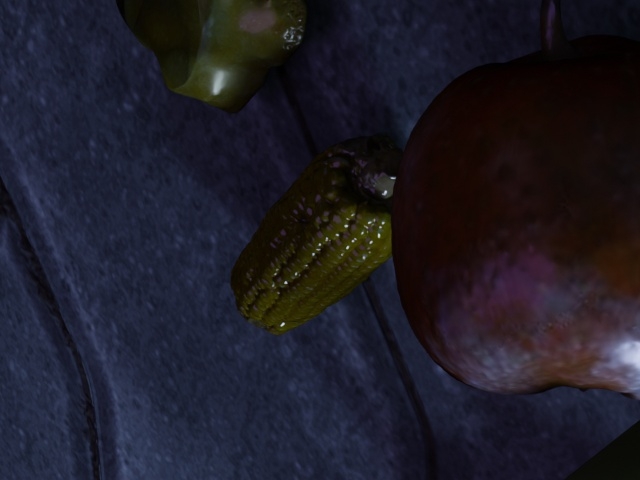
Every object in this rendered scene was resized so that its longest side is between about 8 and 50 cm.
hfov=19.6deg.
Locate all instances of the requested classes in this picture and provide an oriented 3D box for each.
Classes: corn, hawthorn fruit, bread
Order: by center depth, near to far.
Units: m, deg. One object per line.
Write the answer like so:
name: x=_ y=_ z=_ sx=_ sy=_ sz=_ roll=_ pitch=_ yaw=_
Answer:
hawthorn fruit: x=0.153 y=-0.014 z=1.124 sx=0.235 sy=0.231 sz=0.263 roll=-31 pitch=50 yaw=31
bread: x=-0.104 y=-0.215 z=1.408 sx=0.233 sy=0.088 sz=0.161 roll=57 pitch=148 yaw=10
corn: x=0.000 y=0.000 z=1.410 sx=0.097 sy=0.097 sz=0.261 roll=56 pitch=144 yaw=8

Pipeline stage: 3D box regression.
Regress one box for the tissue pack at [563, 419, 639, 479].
tissue pack: x=0.230 y=0.201 z=1.145 sx=0.125 sy=0.234 sz=0.159 roll=2 pitch=115 yaw=48
